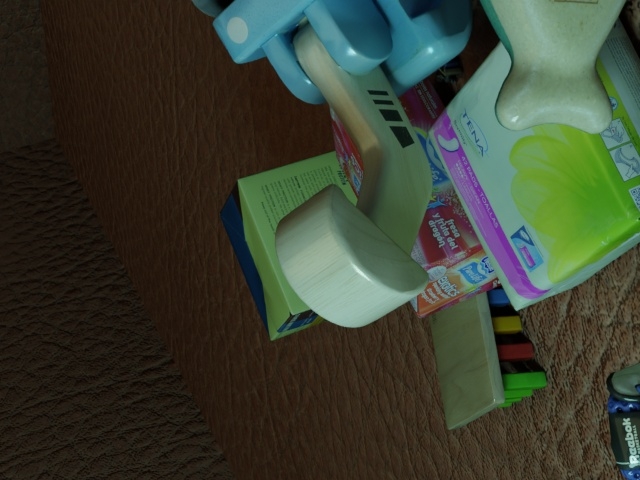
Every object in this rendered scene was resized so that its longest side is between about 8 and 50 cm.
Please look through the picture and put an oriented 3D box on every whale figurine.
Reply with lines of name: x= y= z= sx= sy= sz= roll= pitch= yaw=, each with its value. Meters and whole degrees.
whale figurine: x=0.189 y=-0.224 z=1.134 sx=0.141 sy=0.216 sz=0.272 roll=179 pitch=90 yaw=-75

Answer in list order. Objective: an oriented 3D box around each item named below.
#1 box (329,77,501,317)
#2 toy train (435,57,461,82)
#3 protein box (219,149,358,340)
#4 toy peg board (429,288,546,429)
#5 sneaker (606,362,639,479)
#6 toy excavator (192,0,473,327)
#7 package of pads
box: x=0.114 y=-0.059 z=1.541 sx=0.128 sy=0.122 sz=0.257 roll=82 pitch=165 yaw=-60
toy train: x=0.120 y=-0.237 z=1.562 sx=0.158 sy=0.027 sz=0.036 roll=56 pitch=144 yaw=38
protein box: x=0.000 y=0.000 z=1.815 sx=0.200 sy=0.201 sz=0.136 roll=67 pitch=159 yaw=12
toy peg board: x=0.204 y=0.133 z=1.616 sx=0.161 sy=0.079 sz=0.161 roll=128 pitch=137 yaw=-65
sneaker: x=0.342 y=0.147 z=1.089 sx=0.315 sy=0.182 sz=0.127 roll=-10 pitch=99 yaw=70
toy excavator: x=0.041 y=-0.178 z=1.326 sx=0.222 sy=0.433 sz=0.445 roll=-35 pitch=86 yaw=39
package of pads: x=0.229 y=-0.085 z=1.303 sx=0.229 sy=0.101 sz=0.296 roll=66 pitch=159 yaw=11
